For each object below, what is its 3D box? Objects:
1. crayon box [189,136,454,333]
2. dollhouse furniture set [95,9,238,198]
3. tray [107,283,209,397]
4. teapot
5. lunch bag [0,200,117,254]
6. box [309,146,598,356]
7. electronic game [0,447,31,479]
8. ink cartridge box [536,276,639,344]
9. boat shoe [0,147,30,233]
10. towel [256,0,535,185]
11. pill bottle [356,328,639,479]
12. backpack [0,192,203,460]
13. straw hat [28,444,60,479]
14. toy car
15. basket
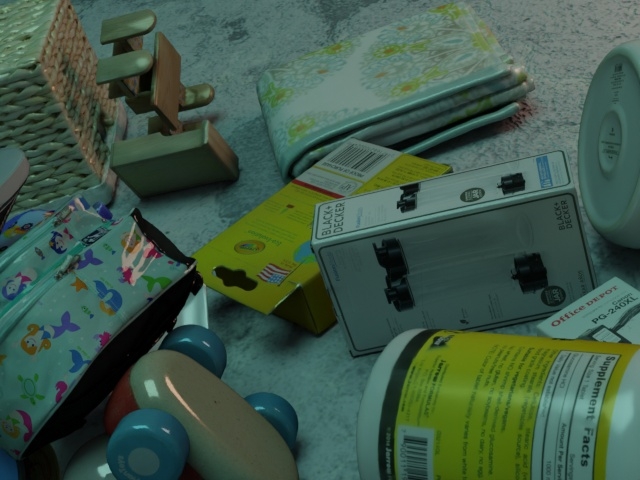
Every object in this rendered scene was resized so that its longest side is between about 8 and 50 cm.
[{"bbox_3d":[0.000,0.000,1.570,0.318,0.081,0.202,-37,35,-25],"label":"crayon box"},{"bbox_3d":[-0.216,-0.203,1.884,0.161,0.212,0.242,-11,60,18],"label":"dollhouse furniture set"},{"bbox_3d":[-0.260,0.115,1.437,0.270,0.030,0.145,2,65,-20],"label":"tray"},{"bbox_3d":[0.409,-0.104,1.394,0.187,0.252,0.256,3,49,-9],"label":"teapot"},{"bbox_3d":[-0.360,0.060,1.580,0.221,0.138,0.293,8,53,38],"label":"lunch bag"},{"bbox_3d":[0.149,0.015,1.385,0.290,0.169,0.087,-14,33,12],"label":"box"},{"bbox_3d":[-0.412,0.270,1.328,0.229,0.048,0.229,-5,73,17],"label":"electronic game"},{"bbox_3d":[0.304,0.112,1.250,0.109,0.063,0.150,-30,34,-14],"label":"ink cartridge box"},{"bbox_3d":[-0.446,0.016,1.507,0.113,0.105,0.306,5,48,31],"label":"boat shoe"},{"bbox_3d":[0.099,-0.219,1.844,0.375,0.090,0.320,-19,29,2],"label":"towel"},{"bbox_3d":[0.216,0.179,1.084,0.334,0.188,0.188,3,39,31],"label":"pill bottle"},{"bbox_3d":[-0.269,0.093,1.284,0.253,0.191,0.225,-57,5,-39],"label":"backpack"},{"bbox_3d":[-0.335,0.260,1.379,0.145,0.144,0.061,-8,-5,18],"label":"straw hat"},{"bbox_3d":[-0.165,0.245,1.249,0.238,0.210,0.219,-42,12,20],"label":"toy car"},{"bbox_3d":[-0.508,-0.193,1.971,0.331,0.266,0.328,-14,32,6],"label":"basket"}]
